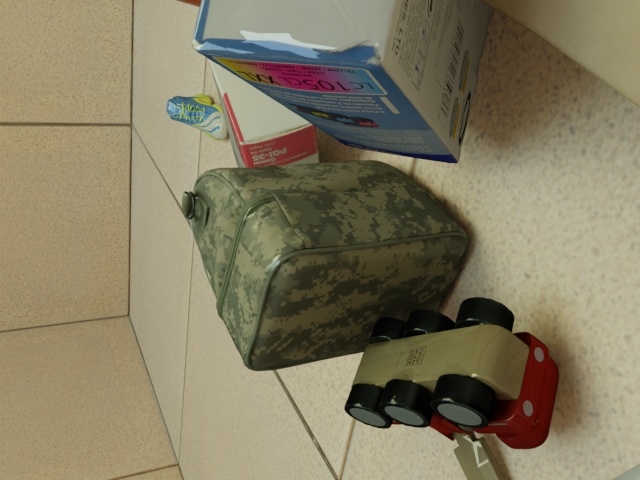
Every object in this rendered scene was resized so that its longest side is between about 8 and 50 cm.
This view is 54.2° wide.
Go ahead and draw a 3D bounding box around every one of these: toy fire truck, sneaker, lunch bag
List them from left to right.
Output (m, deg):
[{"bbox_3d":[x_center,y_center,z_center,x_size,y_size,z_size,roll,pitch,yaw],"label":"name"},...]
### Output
[{"bbox_3d":[-0.320,-0.312,1.592,0.240,0.126,0.091,43,132,54],"label":"sneaker"},{"bbox_3d":[0.000,0.000,0.816,0.256,0.305,0.213,55,139,38],"label":"lunch bag"},{"bbox_3d":[0.175,0.204,0.694,0.217,0.246,0.159,-24,36,52],"label":"toy fire truck"}]

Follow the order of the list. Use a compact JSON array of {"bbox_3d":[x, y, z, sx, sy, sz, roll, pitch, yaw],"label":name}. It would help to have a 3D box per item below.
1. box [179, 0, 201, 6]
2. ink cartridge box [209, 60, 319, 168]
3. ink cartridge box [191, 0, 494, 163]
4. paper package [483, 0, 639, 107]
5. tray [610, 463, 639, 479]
[{"bbox_3d":[-0.212,-0.620,1.166,0.168,0.214,0.345,45,124,52],"label":"box"},{"bbox_3d":[-0.080,-0.148,1.038,0.283,0.117,0.207,83,166,-56],"label":"ink cartridge box"},{"bbox_3d":[0.070,-0.230,0.579,0.151,0.395,0.270,13,91,22],"label":"ink cartridge box"},{"bbox_3d":[0.275,-0.240,0.363,0.309,0.168,0.325,59,144,42],"label":"paper package"},{"bbox_3d":[0.287,0.307,0.585,0.145,0.030,0.270,67,149,33],"label":"tray"}]
